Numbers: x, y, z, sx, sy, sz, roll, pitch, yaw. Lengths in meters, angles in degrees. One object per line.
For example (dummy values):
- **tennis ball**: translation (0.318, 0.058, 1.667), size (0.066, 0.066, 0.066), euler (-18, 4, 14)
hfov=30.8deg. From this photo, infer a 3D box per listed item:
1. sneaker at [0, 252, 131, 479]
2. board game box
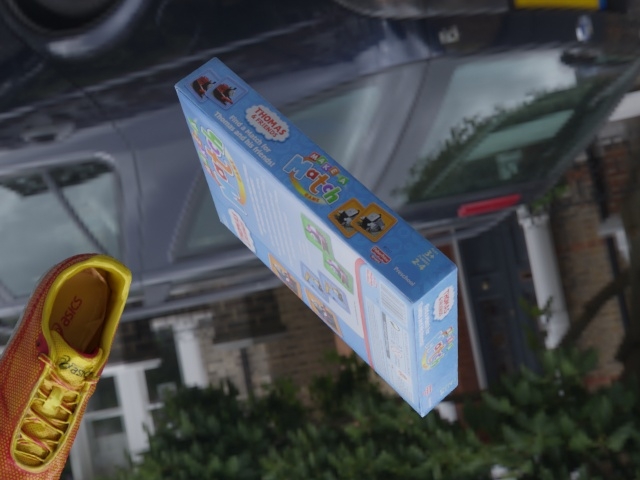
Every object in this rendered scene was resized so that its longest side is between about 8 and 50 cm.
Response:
- **sneaker**: translation (-0.156, 0.084, 0.640), size (0.064, 0.175, 0.067), euler (22, 162, -25)
- **board game box**: translation (0.000, 0.000, 0.730), size (0.039, 0.211, 0.160), euler (-40, 153, -16)
